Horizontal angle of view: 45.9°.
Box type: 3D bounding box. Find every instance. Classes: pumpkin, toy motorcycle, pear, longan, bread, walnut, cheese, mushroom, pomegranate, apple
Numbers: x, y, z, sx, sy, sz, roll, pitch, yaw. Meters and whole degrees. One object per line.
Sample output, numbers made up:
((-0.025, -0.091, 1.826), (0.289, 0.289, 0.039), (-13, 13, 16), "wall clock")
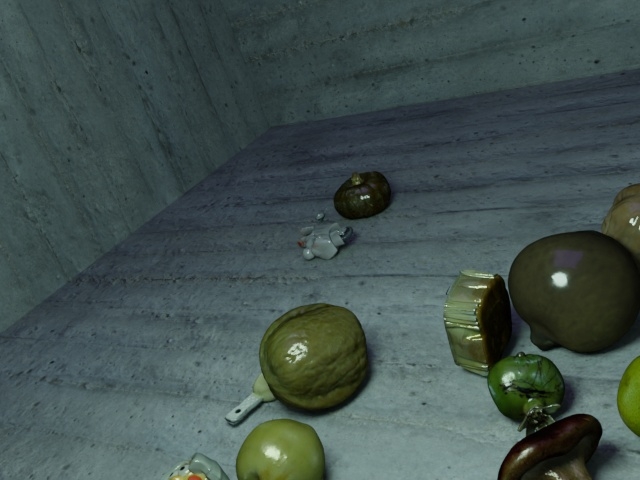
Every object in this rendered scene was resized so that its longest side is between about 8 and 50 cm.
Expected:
((0.156, -0.179, 2.776), (0.218, 0.162, 0.219), (-21, 20, 8), "pumpkin")
((0.000, 0.000, 2.598), (0.171, 0.110, 0.260), (-44, 25, -21), "toy motorcycle")
((0.630, 0.294, 1.348), (0.180, 0.166, 0.216), (-57, 17, 22), "pear")
((0.565, 0.114, 1.705), (0.300, 0.243, 0.300), (-26, 52, 38), "longan")
((0.371, 0.187, 1.744), (0.109, 0.210, 0.192), (1, 32, 33), "bread")
((0.790, -0.024, 1.787), (0.273, 0.273, 0.227), (-16, 48, 11), "walnut")
((-0.012, 0.282, 1.838), (0.282, 0.283, 0.227), (-33, -17, -26), "walnut")
((-0.146, 0.390, 1.932), (0.127, 0.050, 0.235), (9, 38, 46), "cheese")
((0.441, 0.424, 1.307), (0.226, 0.148, 0.217), (-30, 40, -7), "mushroom")
((0.420, 0.315, 1.530), (0.151, 0.131, 0.191), (-12, 32, 12), "pomegranate")
((-0.081, 0.462, 1.565), (0.199, 0.200, 0.200), (-18, 24, 8), "apple")

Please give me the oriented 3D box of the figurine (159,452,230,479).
((-0.281, 0.564, 1.574), (0.176, 0.133, 0.236), (-31, 24, 26), "figurine")
